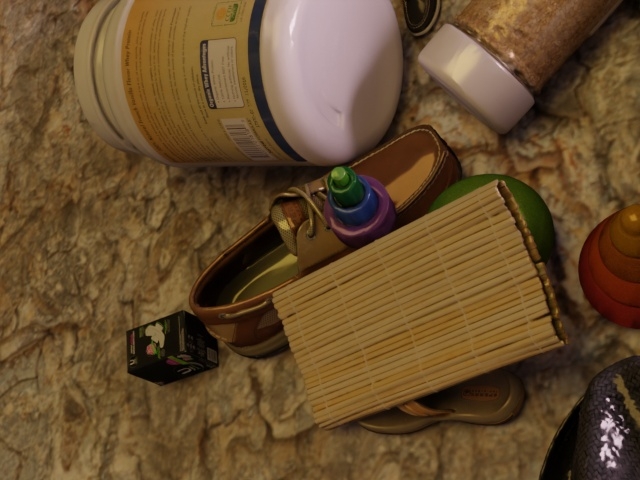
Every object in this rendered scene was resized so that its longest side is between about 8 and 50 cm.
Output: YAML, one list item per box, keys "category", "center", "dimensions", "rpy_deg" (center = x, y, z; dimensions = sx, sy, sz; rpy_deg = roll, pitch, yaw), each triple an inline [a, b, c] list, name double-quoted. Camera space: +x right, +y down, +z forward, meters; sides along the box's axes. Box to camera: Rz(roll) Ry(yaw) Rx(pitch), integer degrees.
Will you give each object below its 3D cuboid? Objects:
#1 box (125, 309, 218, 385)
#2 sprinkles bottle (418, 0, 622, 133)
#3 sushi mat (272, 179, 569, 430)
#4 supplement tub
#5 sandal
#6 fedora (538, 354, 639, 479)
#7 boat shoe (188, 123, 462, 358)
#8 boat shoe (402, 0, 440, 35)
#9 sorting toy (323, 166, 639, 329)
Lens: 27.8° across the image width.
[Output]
- category: "box"
  center: [-0.165, 0.120, 1.432]
  dimensions: [0.083, 0.062, 0.052]
  rpy_deg: [-20, 59, 26]
- category: "sprinkles bottle"
  center: [0.255, -0.274, 1.287]
  dimensions: [0.355, 0.121, 0.121]
  rpy_deg: [-49, 49, 5]
- category: "sushi mat"
  center: [0.080, 0.069, 1.188]
  dimensions: [0.316, 0.019, 0.151]
  rpy_deg: [-28, 81, 44]
- category: "supplement tub"
  center: [-0.094, -0.193, 1.425]
  dimensions: [0.316, 0.228, 0.228]
  rpy_deg: [2, 69, 36]
- category: "sandal"
  center: [0.106, 0.145, 1.234]
  dimensions: [0.180, 0.049, 0.072]
  rpy_deg: [-6, 65, 33]
- category: "fedora"
  center: [0.290, 0.200, 0.988]
  dimensions: [0.334, 0.152, 0.334]
  rpy_deg: [-17, 53, 24]
- category: "boat shoe"
  center: [0.000, 0.000, 1.335]
  dimensions: [0.324, 0.120, 0.122]
  rpy_deg: [-42, 51, 12]
- category: "boat shoe"
  center: [0.109, -0.290, 1.452]
  dimensions: [0.046, 0.038, 0.125]
  rpy_deg: [-6, 65, 34]
- category: "sorting toy"
  center: [0.164, -0.020, 1.165]
  dimensions: [0.365, 0.126, 0.127]
  rpy_deg: [11, 72, 21]
